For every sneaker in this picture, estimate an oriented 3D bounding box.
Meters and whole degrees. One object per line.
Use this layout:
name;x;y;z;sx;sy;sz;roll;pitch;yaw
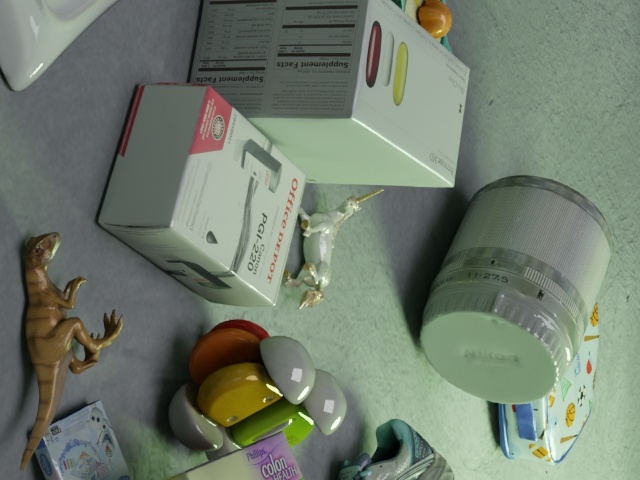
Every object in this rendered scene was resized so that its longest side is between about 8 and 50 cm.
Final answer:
sneaker;0.051;0.337;1.846;0.122;0.110;0.283;54;45;-16

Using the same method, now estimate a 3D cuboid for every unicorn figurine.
unicorn figurine;0.000;0.000;1.755;0.111;0.060;0.162;9;101;-61

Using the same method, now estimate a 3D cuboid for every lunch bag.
lunch bag;0.346;0.184;2.305;0.243;0.115;0.303;-42;130;-50

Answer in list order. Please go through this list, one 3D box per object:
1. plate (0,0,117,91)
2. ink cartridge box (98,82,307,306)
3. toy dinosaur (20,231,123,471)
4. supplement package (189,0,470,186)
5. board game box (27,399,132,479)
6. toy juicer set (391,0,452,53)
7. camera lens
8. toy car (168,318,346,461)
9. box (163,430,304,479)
plate;-0.232;-0.317;1.324;0.277;0.045;0.278;-53;136;-44
ink cartridge box;-0.113;-0.042;1.509;0.218;0.092;0.158;42;57;-56
toy dinosaur;-0.241;0.101;1.344;0.112;0.064;0.211;3;80;-42
supplement package;0.015;-0.161;1.608;0.262;0.204;0.145;25;71;-59
board game box;-0.222;0.206;1.382;0.090;0.020;0.090;-24;93;-57
toy juicer set;0.111;-0.263;1.884;0.209;0.089;0.329;-52;135;-46
camera lens;0.276;0.062;2.069;0.274;0.219;0.219;-62;142;-37
toy car;-0.074;0.155;1.570;0.182;0.159;0.136;49;15;-50
box;-0.077;0.329;1.407;0.243;0.117;0.213;67;23;6
